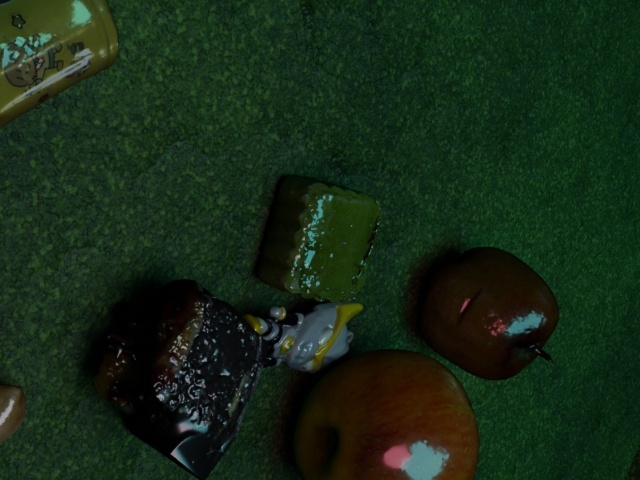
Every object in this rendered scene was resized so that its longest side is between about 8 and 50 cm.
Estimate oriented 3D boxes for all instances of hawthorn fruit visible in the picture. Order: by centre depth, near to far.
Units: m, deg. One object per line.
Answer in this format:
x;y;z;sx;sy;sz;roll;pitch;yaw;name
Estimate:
0.372;0.162;1.764;0.267;0.300;0.268;-37;143;-34;hawthorn fruit

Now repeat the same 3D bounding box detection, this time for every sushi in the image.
-0.216;0.183;1.252;0.227;0.215;0.212;-53;131;-20;sushi

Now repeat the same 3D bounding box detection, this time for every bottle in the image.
-0.420;-0.203;0.982;0.351;0.171;0.172;-41;126;-30;bottle

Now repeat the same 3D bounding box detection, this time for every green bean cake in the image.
0.000;0.000;1.490;0.200;0.113;0.214;10;94;-46;green bean cake

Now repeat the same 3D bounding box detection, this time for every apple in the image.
0.117;0.367;1.554;0.339;0.339;0.340;-13;110;-42;apple

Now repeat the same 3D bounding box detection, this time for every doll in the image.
-0.033;0.172;1.502;0.316;0.103;0.146;9;89;-50;doll

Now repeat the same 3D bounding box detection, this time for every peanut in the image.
-0.461;0.253;1.131;0.152;0.076;0.076;-46;129;-20;peanut
